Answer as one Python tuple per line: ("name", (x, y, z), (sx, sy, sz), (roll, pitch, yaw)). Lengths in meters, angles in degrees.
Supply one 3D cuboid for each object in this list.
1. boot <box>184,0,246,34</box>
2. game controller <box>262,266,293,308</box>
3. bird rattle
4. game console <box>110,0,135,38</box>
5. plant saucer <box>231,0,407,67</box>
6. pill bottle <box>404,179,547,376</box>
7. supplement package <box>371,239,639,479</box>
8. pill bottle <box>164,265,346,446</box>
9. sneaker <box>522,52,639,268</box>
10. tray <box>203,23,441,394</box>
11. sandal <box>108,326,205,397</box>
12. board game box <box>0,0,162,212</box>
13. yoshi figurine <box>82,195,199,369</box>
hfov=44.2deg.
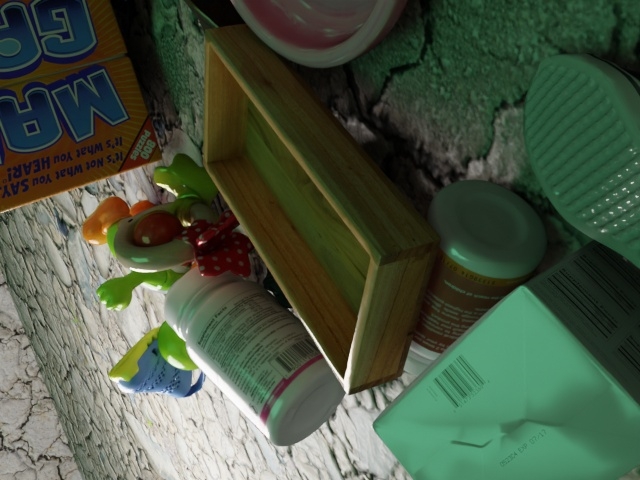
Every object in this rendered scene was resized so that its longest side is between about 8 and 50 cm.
("boot", (-0.140, -0.277, 1.060), (0.219, 0.082, 0.106), (47, 140, 25))
("game controller", (0.000, 0.000, 1.071), (0.319, 0.067, 0.167), (-18, 80, 57))
("bird rattle", (-0.216, -0.006, 1.228), (0.253, 0.206, 0.143), (-119, 11, -48))
("game console", (-0.328, -0.404, 1.253), (0.107, 0.071, 0.122), (28, 137, 10))
("plant saucer", (-0.006, -0.350, 0.809), (0.332, 0.084, 0.332), (32, 135, 39))
("pill bottle", (0.140, 0.050, 0.827), (0.121, 0.121, 0.216), (48, 143, 25))
("supplement package", (0.192, 0.125, 0.665), (0.149, 0.203, 0.194), (50, 123, 16))
("pill bottle", (-0.103, 0.163, 1.202), (0.283, 0.160, 0.160), (39, 139, 30))
("sneaker", (0.272, -0.044, 0.592), (0.321, 0.127, 0.126), (-114, 28, -51))
("tray", (-0.023, -0.052, 0.882), (0.411, 0.076, 0.203), (54, 148, 38))
("sandal", (-0.302, 0.250, 1.535), (0.138, 0.126, 0.317), (46, -176, 6))
("board game box", (-0.537, -0.250, 1.353), (0.356, 0.356, 0.357), (9, 118, 63))
("yoshi figurine", (-0.288, 0.096, 1.435), (0.362, 0.203, 0.203), (46, 159, 25))
